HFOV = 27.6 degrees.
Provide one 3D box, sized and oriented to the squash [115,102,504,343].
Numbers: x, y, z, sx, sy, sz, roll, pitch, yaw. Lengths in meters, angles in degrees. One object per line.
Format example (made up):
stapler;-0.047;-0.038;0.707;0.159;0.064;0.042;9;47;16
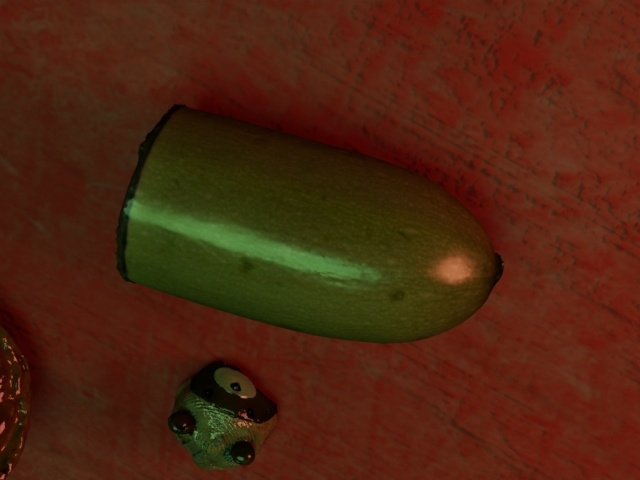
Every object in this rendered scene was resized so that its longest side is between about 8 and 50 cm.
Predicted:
squash;0.000;0.000;0.875;0.247;0.132;0.132;15;119;7

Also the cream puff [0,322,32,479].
cream puff;-0.341;0.127;1.025;0.169;0.183;0.183;-11;116;47

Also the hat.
hat;-0.079;0.144;1.011;0.077;0.059;0.076;43;123;-15
